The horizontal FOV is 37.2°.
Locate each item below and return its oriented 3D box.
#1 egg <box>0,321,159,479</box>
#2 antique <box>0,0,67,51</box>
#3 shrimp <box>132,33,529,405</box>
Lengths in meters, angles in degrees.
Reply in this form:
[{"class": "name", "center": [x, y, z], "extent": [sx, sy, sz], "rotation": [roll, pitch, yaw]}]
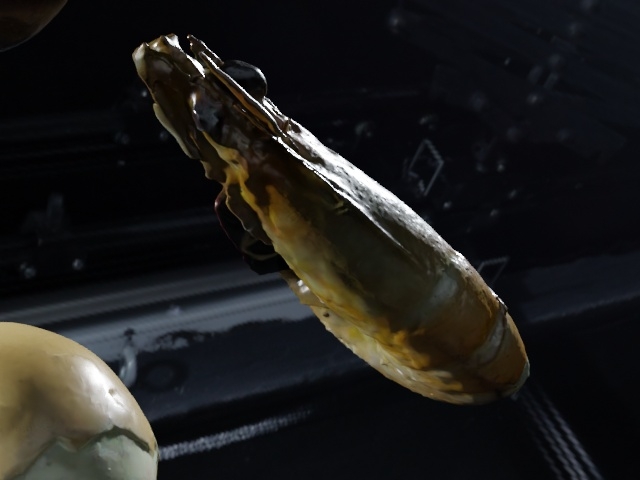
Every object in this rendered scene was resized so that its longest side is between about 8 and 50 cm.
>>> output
[{"class": "egg", "center": [-0.242, 0.178, 0.775], "extent": [0.201, 0.201, 0.244], "rotation": [-17, -118, -34]}, {"class": "antique", "center": [-0.231, -0.141, 0.537], "extent": [0.121, 0.143, 0.257], "rotation": [27, -121, 6]}, {"class": "shrimp", "center": [0.000, 0.000, 0.495], "extent": [0.287, 0.152, 0.063], "rotation": [45, -108, -28]}]
